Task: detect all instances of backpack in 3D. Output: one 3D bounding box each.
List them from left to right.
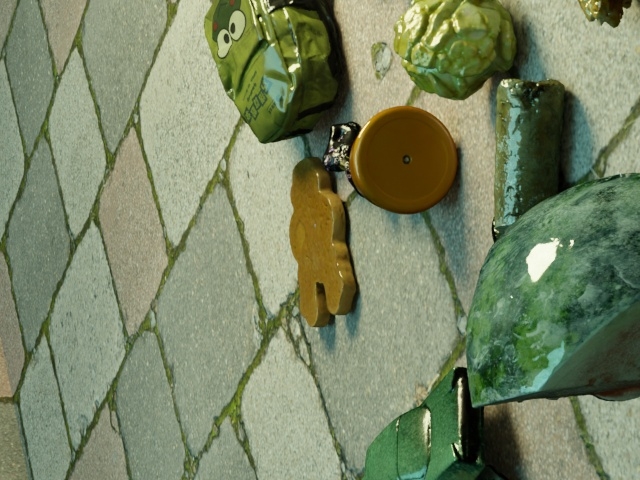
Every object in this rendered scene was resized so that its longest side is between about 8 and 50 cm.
[{"bbox_3d":[-0.060,-0.262,2.500,0.207,0.140,0.253,-53,50,51],"label":"backpack"}]

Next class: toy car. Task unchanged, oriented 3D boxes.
[{"bbox_3d":[0.111,0.279,2.156,0.321,0.097,0.141,123,156,-49],"label":"toy car"}]

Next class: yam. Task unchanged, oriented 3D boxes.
[{"bbox_3d":[0.227,-0.089,1.966,0.078,0.078,0.179,-165,77,-64],"label":"yam"}]

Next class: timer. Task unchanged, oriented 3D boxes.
[{"bbox_3d":[0.086,-0.093,2.224,0.152,0.132,0.132,168,101,-75],"label":"timer"}]

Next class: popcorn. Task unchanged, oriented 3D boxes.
[{"bbox_3d":[0.153,-0.231,2.055,0.141,0.135,0.162,-119,35,-57],"label":"popcorn"}]

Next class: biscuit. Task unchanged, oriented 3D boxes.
[{"bbox_3d":[-0.002,0.000,2.489,0.144,0.040,0.236,-30,61,53],"label":"biscuit"}]

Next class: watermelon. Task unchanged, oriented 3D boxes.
[{"bbox_3d":[0.307,0.055,1.778,0.289,0.214,0.320,-20,26,30],"label":"watermelon"}]

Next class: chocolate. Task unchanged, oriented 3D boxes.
[{"bbox_3d":[0.046,-0.104,2.370,0.070,0.072,0.147,56,179,-27],"label":"chocolate"}]

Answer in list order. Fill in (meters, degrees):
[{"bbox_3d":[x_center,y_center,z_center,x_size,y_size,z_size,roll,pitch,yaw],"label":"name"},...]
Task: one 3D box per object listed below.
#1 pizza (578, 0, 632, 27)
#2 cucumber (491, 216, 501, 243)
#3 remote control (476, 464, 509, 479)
[{"bbox_3d":[0.294,-0.313,1.840,0.154,0.069,0.194,-18,81,63],"label":"pizza"},{"bbox_3d":[0.225,0.037,2.021,0.036,0.033,0.184,92,163,-50],"label":"cucumber"},{"bbox_3d":[0.229,0.336,2.004,0.256,0.045,0.097,-127,47,-56],"label":"remote control"}]
